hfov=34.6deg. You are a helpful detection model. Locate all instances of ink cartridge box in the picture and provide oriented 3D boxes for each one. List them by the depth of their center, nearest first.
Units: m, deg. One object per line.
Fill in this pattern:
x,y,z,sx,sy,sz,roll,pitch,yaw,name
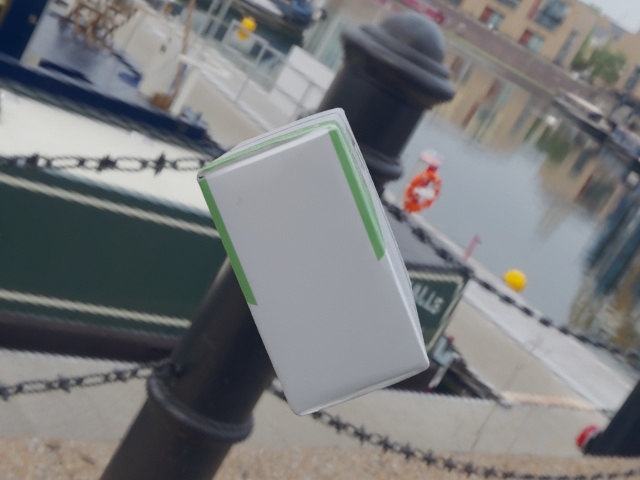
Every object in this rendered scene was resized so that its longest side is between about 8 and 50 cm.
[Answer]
0.000,0.000,0.698,0.219,0.093,0.160,-78,146,-79,ink cartridge box
